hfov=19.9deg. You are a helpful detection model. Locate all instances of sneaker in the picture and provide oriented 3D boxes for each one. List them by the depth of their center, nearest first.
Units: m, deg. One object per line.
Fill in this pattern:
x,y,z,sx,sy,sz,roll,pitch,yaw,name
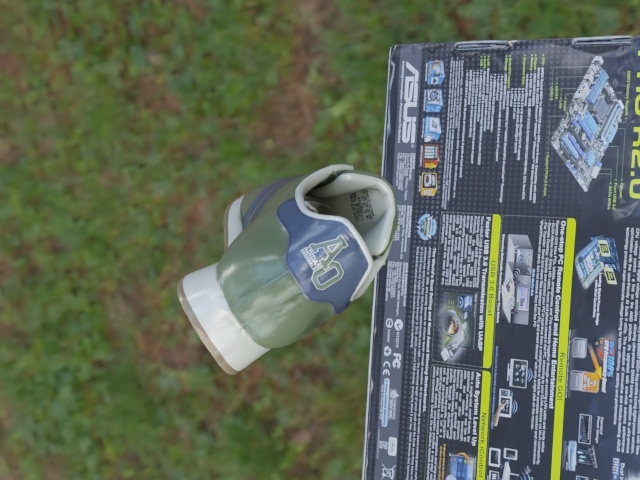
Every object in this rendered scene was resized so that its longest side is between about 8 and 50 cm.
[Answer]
0.000,0.000,0.822,0.086,0.192,0.064,-31,98,15,sneaker

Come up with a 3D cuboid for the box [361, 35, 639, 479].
0.124,0.029,0.964,0.216,0.060,0.270,3,90,45,box
